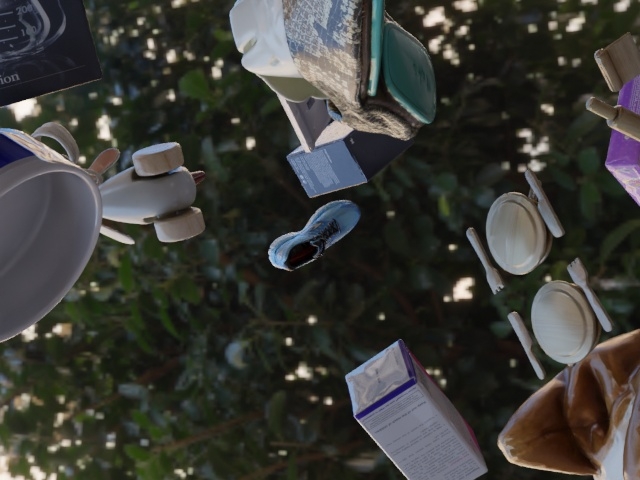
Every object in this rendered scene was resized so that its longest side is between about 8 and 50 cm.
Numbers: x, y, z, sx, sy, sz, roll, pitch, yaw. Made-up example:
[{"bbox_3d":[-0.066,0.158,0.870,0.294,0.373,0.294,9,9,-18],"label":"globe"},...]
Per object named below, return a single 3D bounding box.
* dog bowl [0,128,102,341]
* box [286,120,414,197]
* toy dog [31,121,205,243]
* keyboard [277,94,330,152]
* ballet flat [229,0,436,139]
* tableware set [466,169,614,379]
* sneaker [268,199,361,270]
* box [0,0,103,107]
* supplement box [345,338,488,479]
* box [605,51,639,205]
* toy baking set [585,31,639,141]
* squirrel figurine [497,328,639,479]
[{"bbox_3d":[-0.406,-0.003,1.308,0.265,0.104,0.265,-45,-24,-27],"label":"dog bowl"},{"bbox_3d":[0.054,-0.163,1.868,0.156,0.158,0.093,-41,-72,-38],"label":"box"},{"bbox_3d":[-0.332,-0.086,1.799,0.161,0.334,0.220,-36,-43,-63],"label":"toy dog"},{"bbox_3d":[-0.022,-0.204,1.595,0.072,0.014,0.256,-62,-14,-9],"label":"keyboard"},{"bbox_3d":[0.009,-0.201,1.078,0.483,0.182,0.164,35,-127,-76],"label":"ballet flat"},{"bbox_3d":[0.237,0.037,1.089,0.039,0.128,0.194,-9,-116,-33],"label":"tableware set"},{"bbox_3d":[0.000,0.000,1.625,0.063,0.162,0.073,56,173,-25],"label":"sneaker"},{"bbox_3d":[-0.468,-0.311,1.209,0.179,0.343,0.312,-122,18,-44],"label":"box"},{"bbox_3d":[0.148,0.280,1.601,0.220,0.114,0.111,50,-169,-24],"label":"supplement box"},{"bbox_3d":[0.564,-0.153,1.722,0.293,0.057,0.200,33,-113,-48],"label":"box"},{"bbox_3d":[0.454,-0.192,1.273,0.256,0.196,0.030,26,-152,-24],"label":"toy baking set"},{"bbox_3d":[0.446,0.138,1.043,0.397,0.281,0.370,-40,-9,-31],"label":"squirrel figurine"}]
